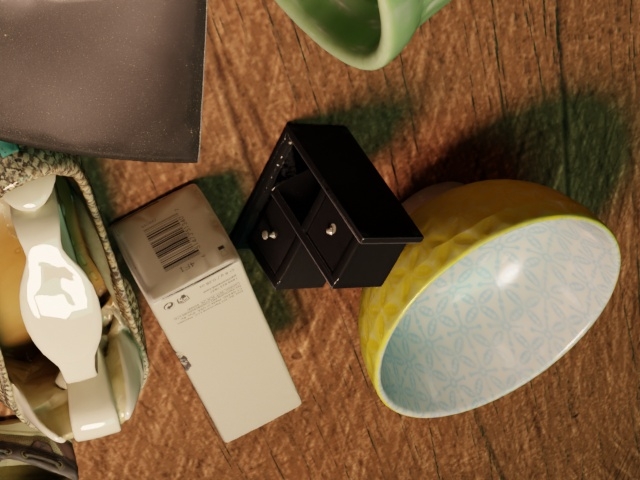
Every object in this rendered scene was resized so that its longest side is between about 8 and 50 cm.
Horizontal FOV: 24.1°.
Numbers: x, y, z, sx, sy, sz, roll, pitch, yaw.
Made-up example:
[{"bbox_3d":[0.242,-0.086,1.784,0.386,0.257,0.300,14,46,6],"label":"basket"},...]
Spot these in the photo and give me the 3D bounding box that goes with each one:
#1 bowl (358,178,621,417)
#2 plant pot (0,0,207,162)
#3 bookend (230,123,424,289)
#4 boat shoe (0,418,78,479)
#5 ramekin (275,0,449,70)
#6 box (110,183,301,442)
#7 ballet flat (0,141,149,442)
[{"bbox_3d":[0.149,0.031,1.547,0.289,0.156,0.289,-20,143,-16],"label":"bowl"},{"bbox_3d":[-0.183,-0.170,1.055,0.167,0.187,0.188,-9,139,-14],"label":"plant pot"},{"bbox_3d":[0.000,0.000,1.399,0.072,0.156,0.157,-1,135,-36],"label":"bookend"},{"bbox_3d":[-0.339,0.224,1.473,0.223,0.073,0.080,-1,133,-37],"label":"boat shoe"},{"bbox_3d":[0.013,-0.277,0.974,0.148,0.303,0.303,-35,145,-10],"label":"ramekin"},{"bbox_3d":[-0.106,0.076,1.448,0.094,0.113,0.275,-28,143,-7],"label":"box"},{"bbox_3d":[-0.229,0.064,1.279,0.164,0.182,0.483,-24,144,-14],"label":"ballet flat"}]
